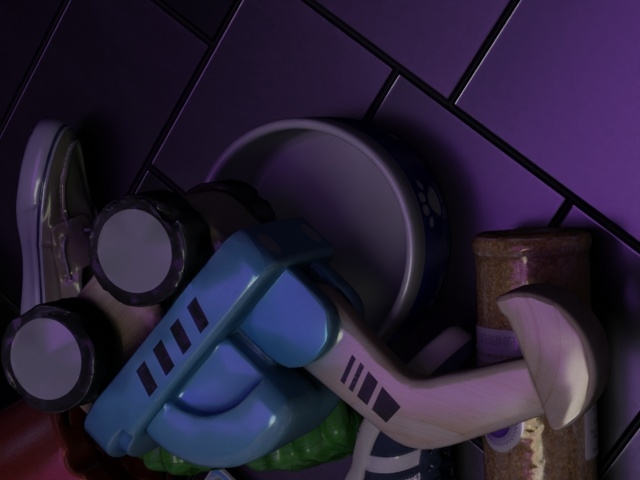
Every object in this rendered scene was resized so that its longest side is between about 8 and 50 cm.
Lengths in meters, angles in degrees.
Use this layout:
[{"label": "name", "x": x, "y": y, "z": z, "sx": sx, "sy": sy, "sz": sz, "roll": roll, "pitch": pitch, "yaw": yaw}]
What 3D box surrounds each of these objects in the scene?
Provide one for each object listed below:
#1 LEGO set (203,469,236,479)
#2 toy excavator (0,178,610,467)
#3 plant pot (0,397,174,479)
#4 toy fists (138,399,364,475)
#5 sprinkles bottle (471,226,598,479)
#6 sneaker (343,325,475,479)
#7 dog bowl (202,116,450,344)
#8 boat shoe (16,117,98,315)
[{"label": "LEGO set", "x": -0.126, "y": 0.404, "z": 1.723, "sx": 0.182, "sy": 0.060, "sz": 0.244, "roll": 42, "pitch": 117, "yaw": 17}, {"label": "toy excavator", "x": -0.009, "y": 0.110, "z": 1.436, "sx": 0.445, "sy": 0.222, "sz": 0.433, "roll": 44, "pitch": 108, "yaw": 11}, {"label": "plant pot", "x": -0.330, "y": 0.301, "z": 1.724, "sx": 0.265, "sy": 0.272, "sz": 0.272, "roll": -36, "pitch": 78, "yaw": 19}, {"label": "toy fists", "x": -0.076, "y": 0.204, "z": 1.632, "sx": 0.279, "sy": 0.142, "sz": 0.096, "roll": -5, "pitch": 93, "yaw": 28}, {"label": "sprinkles bottle", "x": 0.216, "y": 0.167, "z": 1.486, "sx": 0.121, "sy": 0.121, "sz": 0.355, "roll": -1, "pitch": 95, "yaw": 28}, {"label": "sneaker", "x": 0.104, "y": 0.254, "z": 1.557, "sx": 0.148, "sy": 0.131, "sz": 0.350, "roll": 34, "pitch": 118, "yaw": 19}, {"label": "dog bowl", "x": 0.000, "y": 0.000, "z": 1.591, "sx": 0.265, "sy": 0.104, "sz": 0.265, "roll": 3, "pitch": 97, "yaw": 28}, {"label": "boat shoe", "x": -0.295, "y": 0.006, "z": 1.763, "sx": 0.094, "sy": 0.109, "sz": 0.302, "roll": 6, "pitch": 108, "yaw": 12}]
